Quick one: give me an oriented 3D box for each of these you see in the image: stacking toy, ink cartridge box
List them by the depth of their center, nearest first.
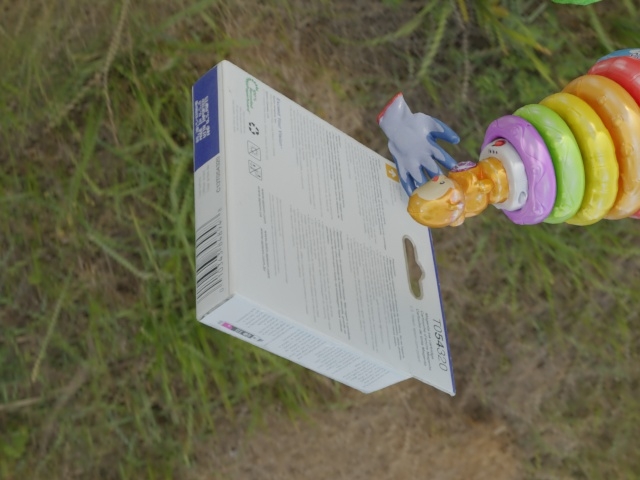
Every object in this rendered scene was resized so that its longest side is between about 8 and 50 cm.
[{"bbox_3d":[0.213,-0.071,1.243,0.302,0.175,0.165,-16,110,-21],"label":"stacking toy"},{"bbox_3d":[0.000,0.000,1.467,0.071,0.324,0.330,-34,134,32],"label":"ink cartridge box"}]

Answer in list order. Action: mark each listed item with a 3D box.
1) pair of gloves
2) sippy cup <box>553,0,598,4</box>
[{"bbox_3d":[0.082,-0.076,1.600,0.198,0.159,0.023,-48,140,17],"label":"pair of gloves"},{"bbox_3d":[0.132,-0.305,0.884,0.305,0.240,0.224,37,65,-8],"label":"sippy cup"}]
